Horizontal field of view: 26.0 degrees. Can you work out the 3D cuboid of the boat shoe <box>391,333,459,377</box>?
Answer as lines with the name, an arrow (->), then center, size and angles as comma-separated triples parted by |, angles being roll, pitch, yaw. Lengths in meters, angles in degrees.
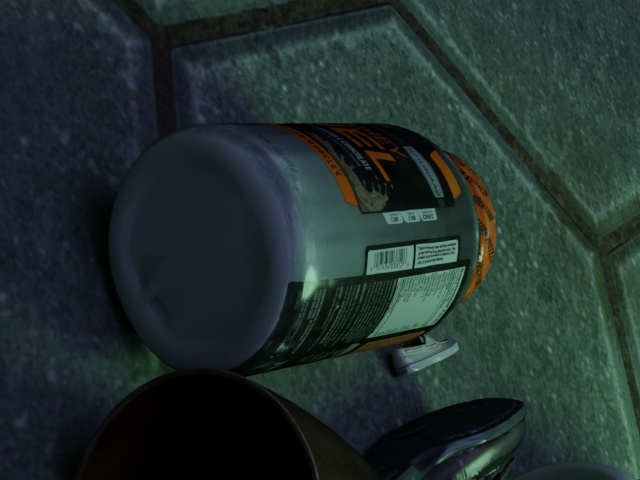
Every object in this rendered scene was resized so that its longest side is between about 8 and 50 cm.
boat shoe -> 0.106, 0.111, 1.420 | 0.100, 0.035, 0.035 | -18, 86, -48

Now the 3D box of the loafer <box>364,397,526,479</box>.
loafer -> 0.095, 0.231, 1.292 | 0.303, 0.109, 0.095 | -20, 103, -48

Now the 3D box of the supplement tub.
supplement tub -> 0.000, 0.000, 1.207 | 0.338, 0.207, 0.207 | -6, 74, -53

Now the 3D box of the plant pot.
plant pot -> -0.035, 0.218, 1.053 | 0.230, 0.215, 0.215 | 22, 52, -57

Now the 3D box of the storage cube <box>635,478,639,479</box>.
storage cube -> 0.392, 0.360, 1.475 | 0.193, 0.184, 0.215 | 35, 45, -44

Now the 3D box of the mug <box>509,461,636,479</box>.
mug -> 0.199, 0.357, 1.130 | 0.276, 0.328, 0.374 | 33, 45, -36
